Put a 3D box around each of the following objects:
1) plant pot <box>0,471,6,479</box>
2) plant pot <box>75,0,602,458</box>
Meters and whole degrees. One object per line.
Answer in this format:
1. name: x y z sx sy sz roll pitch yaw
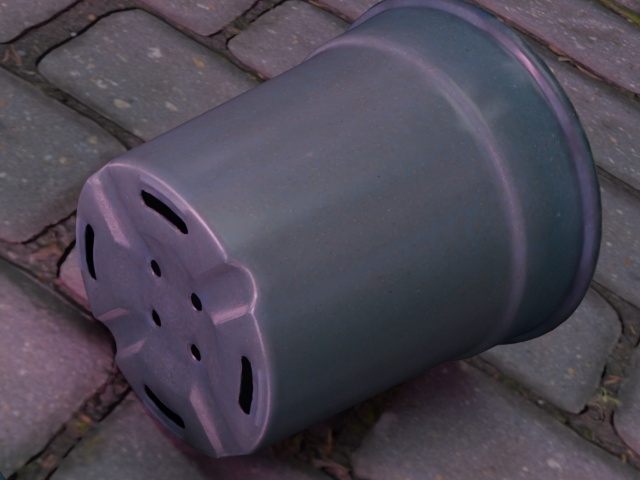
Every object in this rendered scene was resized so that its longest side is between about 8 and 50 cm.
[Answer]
1. plant pot: -0.277 0.215 0.749 0.234 0.166 0.165 42 41 6
2. plant pot: 0.000 0.000 1.020 0.334 0.341 0.341 -27 63 -35
